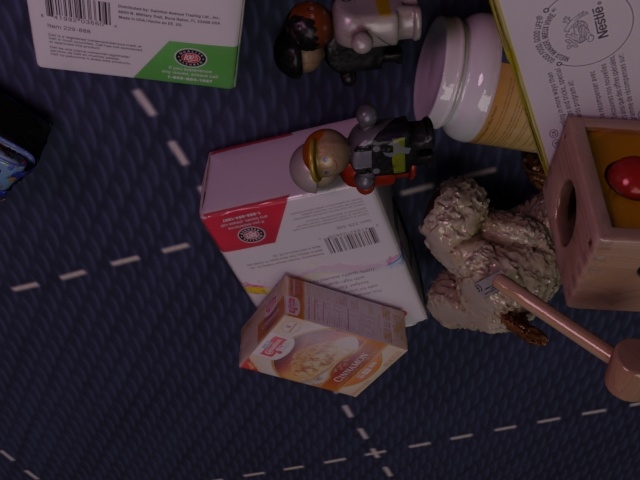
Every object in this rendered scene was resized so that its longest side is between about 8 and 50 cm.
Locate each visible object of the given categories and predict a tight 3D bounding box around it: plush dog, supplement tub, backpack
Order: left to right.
[{"bbox_3d":[-0.442,-0.111,1.051,0.173,0.116,0.158,-31,130,33],"label":"backpack"},{"bbox_3d":[0.218,-0.175,0.967,0.200,0.144,0.144,7,138,-10],"label":"supplement tub"},{"bbox_3d":[0.277,0.017,1.153,0.225,0.211,0.262,-38,140,-22],"label":"plush dog"}]

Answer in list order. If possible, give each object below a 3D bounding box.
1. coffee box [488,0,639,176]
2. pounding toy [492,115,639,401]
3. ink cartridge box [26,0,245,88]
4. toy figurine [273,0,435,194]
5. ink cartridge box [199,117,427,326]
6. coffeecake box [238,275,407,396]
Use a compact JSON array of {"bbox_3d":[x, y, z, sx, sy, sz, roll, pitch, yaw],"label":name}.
[{"bbox_3d":[0.284,-0.297,0.687,0.335,0.337,0.338,-16,137,17],"label":"coffee box"},{"bbox_3d":[0.222,0.005,0.623,0.181,0.206,0.094,3,139,-2],"label":"pounding toy"},{"bbox_3d":[-0.169,-0.295,0.818,0.211,0.121,0.289,6,146,-8],"label":"ink cartridge box"},{"bbox_3d":[0.029,-0.154,0.918,0.148,0.212,0.209,-6,-178,-2],"label":"toy figurine"},{"bbox_3d":[0.000,0.000,1.171,0.226,0.131,0.306,-12,139,12],"label":"ink cartridge box"},{"bbox_3d":[0.002,0.135,1.177,0.186,0.068,0.142,18,137,-22],"label":"coffeecake box"}]
